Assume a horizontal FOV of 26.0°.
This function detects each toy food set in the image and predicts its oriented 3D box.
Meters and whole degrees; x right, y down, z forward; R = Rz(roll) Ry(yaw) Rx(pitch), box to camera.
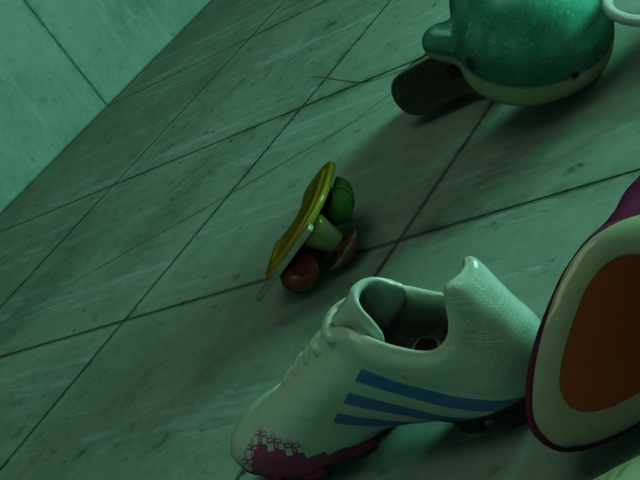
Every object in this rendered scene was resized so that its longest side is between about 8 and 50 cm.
[{"bbox_3d":[0.000,0.000,1.534,0.128,0.071,0.218,-55,8,26],"label":"toy food set"}]

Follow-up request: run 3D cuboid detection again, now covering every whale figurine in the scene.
[{"bbox_3d":[0.205,-0.271,1.526,0.216,0.141,0.272,-25,51,-10],"label":"whale figurine"}]

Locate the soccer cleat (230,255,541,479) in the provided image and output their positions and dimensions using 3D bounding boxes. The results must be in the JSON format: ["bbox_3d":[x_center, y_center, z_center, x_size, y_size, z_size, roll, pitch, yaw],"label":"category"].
[{"bbox_3d":[0.032,0.098,1.118,0.331,0.143,0.116,-22,24,38],"label":"soccer cleat"}]

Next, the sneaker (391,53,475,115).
[{"bbox_3d":[0.194,-0.235,1.696,0.222,0.083,0.118,-17,22,38],"label":"sneaker"}]

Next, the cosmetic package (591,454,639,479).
[{"bbox_3d":[0.272,0.107,0.650,0.309,0.113,0.160,-32,-8,14],"label":"cosmetic package"}]

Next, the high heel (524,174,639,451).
[{"bbox_3d":[0.261,0.015,1.038,0.377,0.127,0.181,-48,-7,-17],"label":"high heel"}]

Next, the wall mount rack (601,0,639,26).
[{"bbox_3d":[0.378,-0.367,1.468,0.304,0.130,0.350,23,50,40],"label":"wall mount rack"}]
